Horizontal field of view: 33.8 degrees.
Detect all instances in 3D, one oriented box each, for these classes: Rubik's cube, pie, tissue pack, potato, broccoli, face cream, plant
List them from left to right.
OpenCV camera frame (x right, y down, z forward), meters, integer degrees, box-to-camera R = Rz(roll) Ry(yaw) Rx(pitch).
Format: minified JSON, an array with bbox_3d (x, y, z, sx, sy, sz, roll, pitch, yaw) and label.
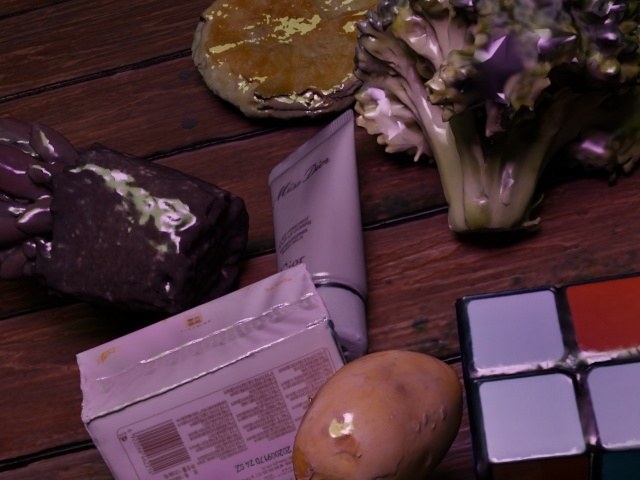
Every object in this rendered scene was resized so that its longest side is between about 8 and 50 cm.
[{"bbox_3d":[-0.250,-0.019,1.133,0.320,0.194,0.182,14,89,19],"label":"plant"},{"bbox_3d":[-0.078,0.156,0.952,0.225,0.185,0.124,-22,30,-3],"label":"tissue pack"},{"bbox_3d":[-0.019,-0.261,1.374,0.306,0.071,0.306,-8,52,10],"label":"pie"},{"bbox_3d":[0.000,0.000,1.137,0.143,0.089,0.314,-38,37,30],"label":"face cream"},{"bbox_3d":[0.045,0.148,0.836,0.109,0.118,0.178,53,36,10],"label":"potato"},{"bbox_3d":[0.180,-0.150,1.112,0.347,0.293,0.281,-3,87,27],"label":"broccoli"},{"bbox_3d":[0.215,0.151,0.885,0.180,0.183,0.167,-10,50,9],"label":"Rubik's cube"}]
